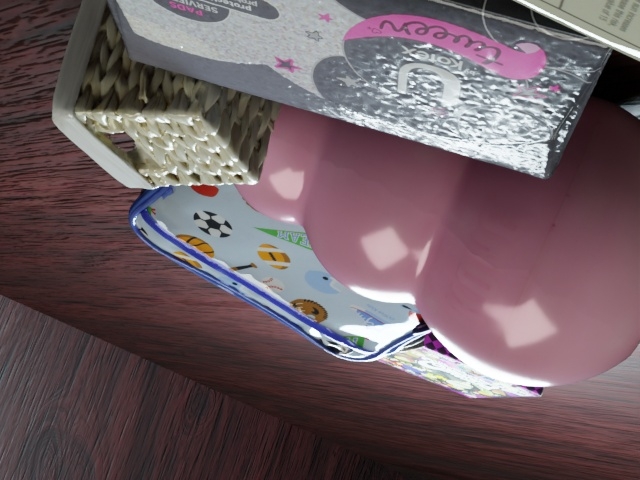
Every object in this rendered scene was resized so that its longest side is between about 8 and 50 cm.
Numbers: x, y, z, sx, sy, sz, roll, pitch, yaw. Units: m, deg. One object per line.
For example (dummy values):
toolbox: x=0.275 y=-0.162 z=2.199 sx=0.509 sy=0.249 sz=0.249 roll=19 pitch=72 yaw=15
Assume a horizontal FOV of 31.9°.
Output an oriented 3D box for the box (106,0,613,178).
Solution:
box: x=0.025 y=-0.148 z=0.551 sx=0.247 sy=0.142 sz=0.163 roll=16 pitch=164 yaw=7

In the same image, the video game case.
video game case: x=0.176 y=0.173 z=1.627 sx=0.232 sy=0.042 sz=0.210 roll=23 pitch=164 yaw=-18

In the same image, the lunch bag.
lunch bag: x=-0.007 y=-0.004 z=1.009 sx=0.303 sy=0.115 sz=0.243 roll=34 pitch=143 yaw=-19

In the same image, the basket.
basket: x=-0.082 y=-0.124 z=0.713 sx=0.103 sy=0.167 sz=0.113 roll=7 pitch=161 yaw=21

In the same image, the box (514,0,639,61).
box: x=0.151 y=-0.137 z=0.384 sx=0.311 sy=0.121 sz=0.148 roll=28 pitch=164 yaw=7

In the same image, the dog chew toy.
dog chew toy: x=0.081 y=-0.035 z=0.789 sx=0.332 sy=0.206 sz=0.206 roll=24 pitch=165 yaw=9
